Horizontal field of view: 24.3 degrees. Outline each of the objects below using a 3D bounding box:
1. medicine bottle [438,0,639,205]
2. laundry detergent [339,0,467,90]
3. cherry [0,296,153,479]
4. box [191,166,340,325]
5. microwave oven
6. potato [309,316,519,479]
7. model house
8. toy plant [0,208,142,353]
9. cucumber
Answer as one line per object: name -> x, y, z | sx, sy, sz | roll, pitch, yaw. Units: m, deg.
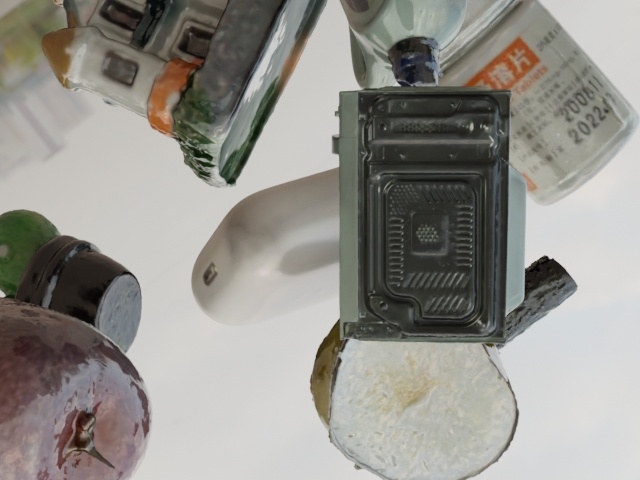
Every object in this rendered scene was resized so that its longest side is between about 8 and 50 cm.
medicine bottle -> 0.285, -0.248, 2.225 | 0.211, 0.371, 0.211 | -43, -174, 5
laundry detergent -> 0.081, -0.263, 1.590 | 0.105, 0.280, 0.215 | 3, 153, -23
cherry -> -0.314, 0.167, 1.523 | 0.307, 0.261, 0.221 | 34, -81, 38
box -> -0.001, -0.001, 2.069 | 0.349, 0.141, 0.289 | -17, 163, -27
microwave oven -> 0.090, -0.025, 1.244 | 0.162, 0.208, 0.122 | 1, -173, 6
potato -> 0.101, 0.167, 1.936 | 0.246, 0.300, 0.196 | -37, -149, -1
model house -> -0.158, -0.229, 1.408 | 0.190, 0.301, 0.271 | 68, 46, -73
toy plant -> -0.355, 0.072, 1.925 | 0.235, 0.175, 0.218 | 10, -111, 22
cucumber -> 0.262, 0.101, 2.108 | 0.211, 0.078, 0.062 | -38, 162, 0
